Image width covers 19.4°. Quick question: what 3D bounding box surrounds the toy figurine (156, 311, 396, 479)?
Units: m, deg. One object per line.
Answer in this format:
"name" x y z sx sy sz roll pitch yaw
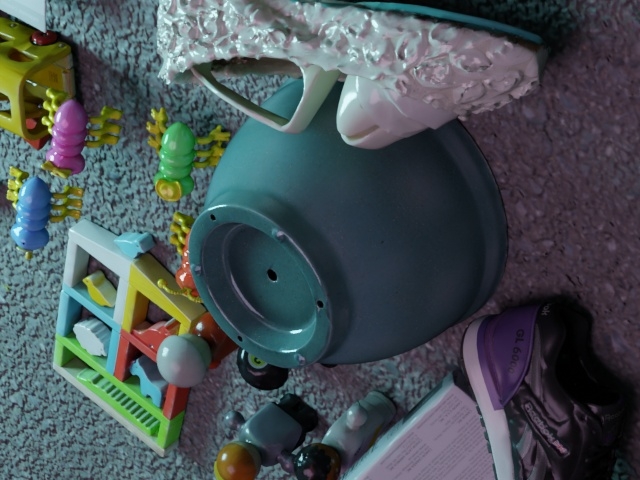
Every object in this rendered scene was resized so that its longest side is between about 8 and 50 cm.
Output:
"toy figurine" -0.048 0.161 1.963 0.213 0.148 0.210 -2 116 45

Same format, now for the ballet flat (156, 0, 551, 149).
"ballet flat" 0.018 -0.150 1.649 0.409 0.147 0.147 17 129 35

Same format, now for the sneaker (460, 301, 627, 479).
"sneaker" 0.230 0.195 1.731 0.124 0.107 0.283 -18 95 42

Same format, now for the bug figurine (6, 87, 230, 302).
"bug figurine" -0.212 -0.045 1.965 0.279 0.072 0.216 14 122 10

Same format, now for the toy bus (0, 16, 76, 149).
"toy bus" -0.363 -0.185 2.053 0.191 0.104 0.202 55 140 -2

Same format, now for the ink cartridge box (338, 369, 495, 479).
"ink cartridge box" 0.151 0.273 1.862 0.232 0.066 0.189 42 105 -7

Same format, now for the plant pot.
"plant pot" 0.000 0.000 1.762 0.293 0.196 0.293 25 133 31

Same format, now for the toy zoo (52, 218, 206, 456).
"toy zoo" -0.226 0.102 2.186 0.192 0.030 0.293 36 138 20

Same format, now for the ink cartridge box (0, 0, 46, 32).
"ink cartridge box" -0.332 -0.352 1.940 0.181 0.056 0.225 29 135 26
